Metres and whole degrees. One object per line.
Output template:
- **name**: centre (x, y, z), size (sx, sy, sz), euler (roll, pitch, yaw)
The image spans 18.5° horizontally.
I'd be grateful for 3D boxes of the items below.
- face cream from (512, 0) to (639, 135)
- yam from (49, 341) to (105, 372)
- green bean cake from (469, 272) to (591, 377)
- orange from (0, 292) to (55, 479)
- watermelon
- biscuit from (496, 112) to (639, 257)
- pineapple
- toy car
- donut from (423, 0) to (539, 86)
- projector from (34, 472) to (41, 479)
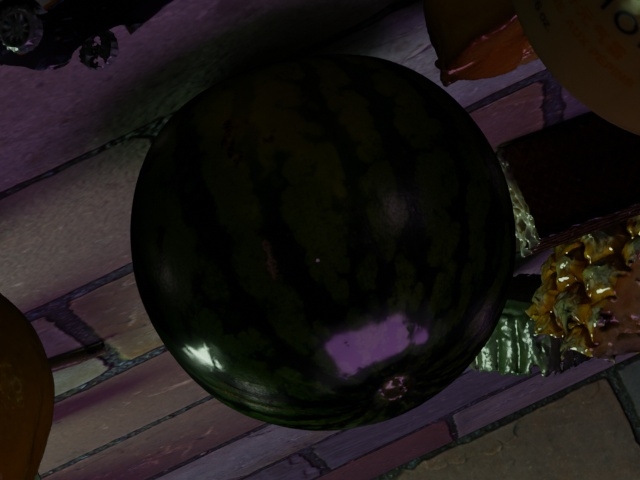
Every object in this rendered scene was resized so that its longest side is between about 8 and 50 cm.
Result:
- **face cream**: centre (0.255, -0.195, 1.267), size (0.218, 0.218, 0.179), euler (-16, 164, -31)
- **yam**: centre (-0.261, 0.123, 1.941), size (0.107, 0.014, 0.014), euler (-18, 164, -25)
- **green bean cake**: centre (0.249, 0.101, 2.432), size (0.181, 0.094, 0.173), euler (6, -165, 40)
- **orange**: centre (-0.333, 0.139, 1.447), size (0.279, 0.235, 0.279), euler (-16, 167, -4)
- **watermelon**: centre (0.000, 0.000, 1.432), size (0.285, 0.285, 0.285), euler (-23, 165, -6)
- **biscuit**: centre (0.285, -0.071, 1.980), size (0.252, 0.106, 0.070), euler (-19, 166, -18)
- **pineapple**: centre (0.364, -0.012, 2.298), size (0.344, 0.286, 0.209), euler (-8, 114, -31)
- **toy car**: centre (-0.108, -0.160, 1.119), size (0.205, 0.056, 0.095), euler (-35, 163, 21)
- **donut**: centre (0.154, -0.185, 1.436), size (0.174, 0.074, 0.190), euler (-37, 166, 36)
- **projector**: centre (-0.351, 0.258, 2.126), size (0.082, 0.083, 0.083), euler (-22, 165, -15)
